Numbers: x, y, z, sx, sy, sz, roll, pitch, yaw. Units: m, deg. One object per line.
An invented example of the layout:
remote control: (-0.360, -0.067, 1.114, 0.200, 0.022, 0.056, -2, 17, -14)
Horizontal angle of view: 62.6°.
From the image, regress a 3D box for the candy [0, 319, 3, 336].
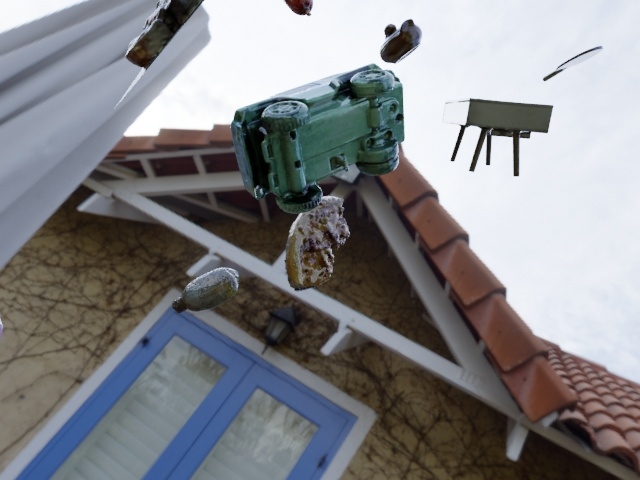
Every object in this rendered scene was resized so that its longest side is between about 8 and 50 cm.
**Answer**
candy: (-0.502, 0.132, 0.560, 0.265, 0.155, 0.116, 14, -4, -31)

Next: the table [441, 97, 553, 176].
table: (0.278, -0.175, 0.882, 0.122, 0.240, 0.111, 6, -76, 4)

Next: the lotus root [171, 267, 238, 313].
lotus root: (-0.307, 0.138, 1.412, 0.113, 0.192, 0.088, -118, -176, -71)

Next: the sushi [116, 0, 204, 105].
sushi: (-0.307, -0.464, 1.062, 0.339, 0.320, 0.069, -36, -60, 28)

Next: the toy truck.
toy truck: (0.004, -0.163, 0.796, 0.156, 0.279, 0.154, 35, -36, 47)

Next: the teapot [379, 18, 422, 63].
teapot: (0.170, -0.440, 1.147, 0.078, 0.098, 0.129, 54, -8, -6)

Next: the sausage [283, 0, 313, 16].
sausage: (-0.050, -0.397, 0.821, 0.048, 0.050, 0.145, -44, -119, 32)

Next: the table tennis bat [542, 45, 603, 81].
table tennis bat: (0.572, -0.404, 1.209, 0.013, 0.087, 0.156, 68, -23, 0)

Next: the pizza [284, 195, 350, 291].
pizza: (0.000, 0.000, 1.246, 0.086, 0.305, 0.161, -18, -56, 35)
